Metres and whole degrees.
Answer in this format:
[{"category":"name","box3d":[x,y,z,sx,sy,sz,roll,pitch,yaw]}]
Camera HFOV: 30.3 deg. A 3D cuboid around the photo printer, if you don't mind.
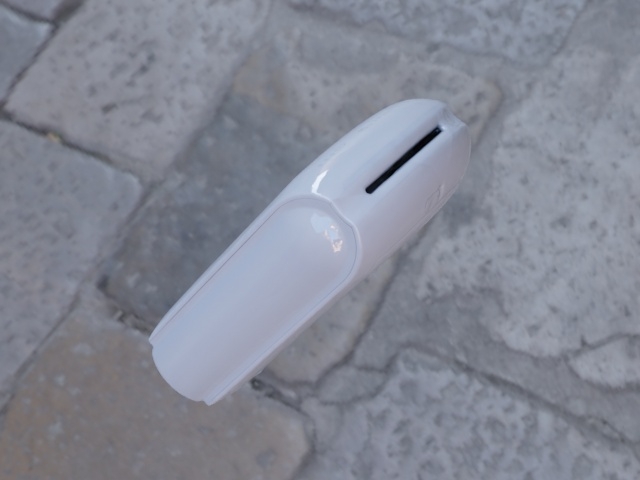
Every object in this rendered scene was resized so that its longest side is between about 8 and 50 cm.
[{"category":"photo printer","box3d":[0.000,0.000,1.100,0.307,0.107,0.256,-44,-2,40]}]
